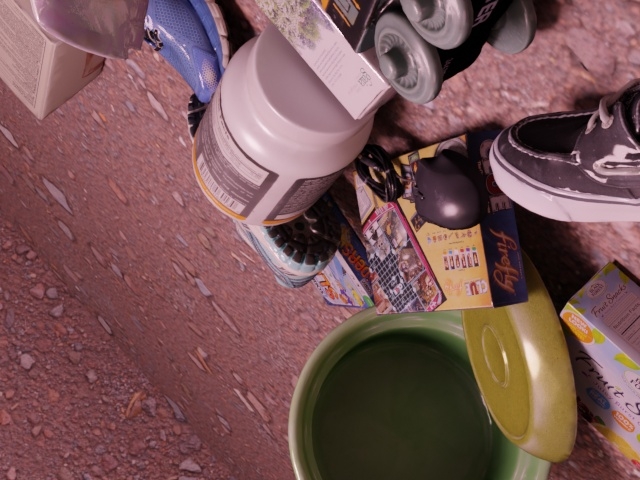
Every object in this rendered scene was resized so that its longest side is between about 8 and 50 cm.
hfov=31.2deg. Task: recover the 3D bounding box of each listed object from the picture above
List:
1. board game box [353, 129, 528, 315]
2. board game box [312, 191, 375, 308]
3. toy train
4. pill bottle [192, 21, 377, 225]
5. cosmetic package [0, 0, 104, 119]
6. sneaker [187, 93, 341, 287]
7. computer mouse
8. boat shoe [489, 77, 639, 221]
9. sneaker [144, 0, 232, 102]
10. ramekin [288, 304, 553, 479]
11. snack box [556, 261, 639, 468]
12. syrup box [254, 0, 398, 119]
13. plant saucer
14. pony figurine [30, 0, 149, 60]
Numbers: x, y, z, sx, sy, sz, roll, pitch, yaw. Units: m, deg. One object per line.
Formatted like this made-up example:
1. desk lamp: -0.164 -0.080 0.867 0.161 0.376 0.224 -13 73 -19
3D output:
1. board game box: 0.114 -0.010 1.163 0.243 0.042 0.165 169 92 -66
2. board game box: 0.000 0.000 1.507 0.201 0.035 0.136 56 157 -15
3. toy train: 0.086 -0.237 0.830 0.190 0.142 0.334 55 159 12
4. pill bottle: -0.036 -0.125 1.202 0.162 0.162 0.278 49 158 1
5. cosmetic package: -0.384 -0.305 1.611 0.153 0.129 0.296 49 158 -3
6. sneaker: -0.087 -0.060 1.401 0.283 0.110 0.122 59 153 19
7. computer mouse: 0.084 -0.057 1.111 0.242 0.041 0.071 -157 61 -63
8. boat shoe: 0.241 -0.070 0.836 0.301 0.108 0.102 18 143 48
9. sneaker: -0.230 -0.278 1.326 0.330 0.147 0.130 48 160 7
10. ramekin: 0.105 0.226 1.342 0.303 0.303 0.148 48 166 4
11. snack box: 0.312 0.141 1.097 0.207 0.070 0.174 42 159 16
12. syrup box: 0.004 -0.234 1.030 0.237 0.096 0.093 49 160 0
13. plant saucer: 0.193 0.114 1.176 0.241 0.037 0.241 167 90 -80
14. pony figurine: -0.242 -0.344 1.026 0.363 0.351 0.302 -21 81 37
